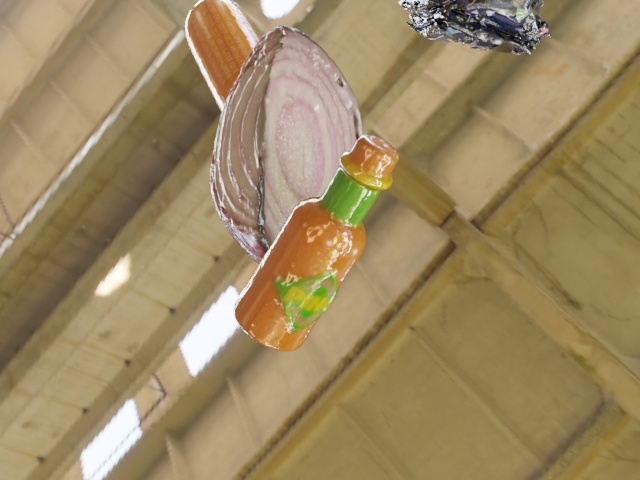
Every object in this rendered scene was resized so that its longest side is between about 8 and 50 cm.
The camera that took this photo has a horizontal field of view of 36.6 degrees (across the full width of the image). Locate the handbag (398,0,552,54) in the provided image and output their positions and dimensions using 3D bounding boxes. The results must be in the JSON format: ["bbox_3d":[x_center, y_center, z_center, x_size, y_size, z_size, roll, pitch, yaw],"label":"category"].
[{"bbox_3d":[0.194,-0.298,1.224,0.260,0.162,0.113,-115,-140,-74],"label":"handbag"}]

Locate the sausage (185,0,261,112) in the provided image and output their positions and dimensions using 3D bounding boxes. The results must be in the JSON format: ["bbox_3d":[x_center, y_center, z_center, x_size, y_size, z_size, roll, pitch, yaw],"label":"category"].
[{"bbox_3d":[-0.101,-0.211,1.223,0.093,0.093,0.312,-40,-127,16],"label":"sausage"}]

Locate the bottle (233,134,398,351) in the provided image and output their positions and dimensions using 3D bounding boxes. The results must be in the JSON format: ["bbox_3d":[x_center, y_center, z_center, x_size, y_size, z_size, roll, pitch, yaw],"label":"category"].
[{"bbox_3d":[0.000,0.000,0.762,0.187,0.069,0.069,-59,-139,23],"label":"bottle"}]

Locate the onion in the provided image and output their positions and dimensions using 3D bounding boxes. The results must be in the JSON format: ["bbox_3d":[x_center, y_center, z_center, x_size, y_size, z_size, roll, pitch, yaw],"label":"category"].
[{"bbox_3d":[-0.041,-0.074,1.039,0.111,0.247,0.250,-1,-107,25],"label":"onion"}]
